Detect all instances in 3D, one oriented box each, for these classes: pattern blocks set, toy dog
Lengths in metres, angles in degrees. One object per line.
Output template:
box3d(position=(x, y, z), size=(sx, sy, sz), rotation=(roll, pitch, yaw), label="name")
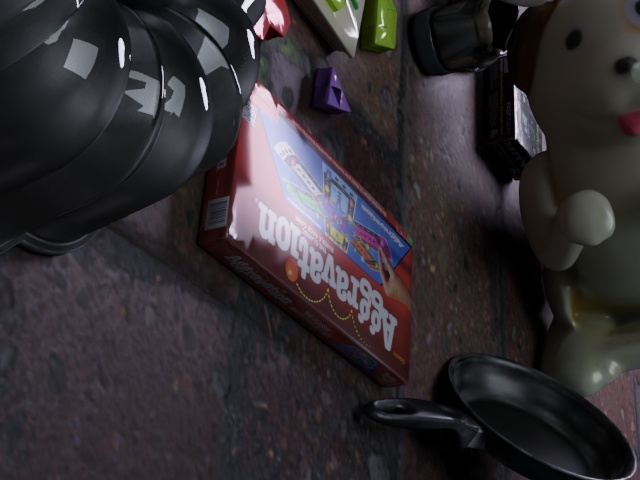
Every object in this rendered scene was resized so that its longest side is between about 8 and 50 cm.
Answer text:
box3d(position=(-0.001, -0.265, 1.080), size=(0.285, 0.026, 0.324), rotation=(35, 49, -53), label="pattern blocks set")
box3d(position=(0.359, -0.092, 1.347), size=(0.395, 0.285, 0.407), rotation=(-65, 143, -49), label="toy dog")

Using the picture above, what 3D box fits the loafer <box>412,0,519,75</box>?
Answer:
box3d(position=(0.183, -0.234, 1.350), size=(0.267, 0.084, 0.096), rotation=(-37, 112, -60), label="loafer")

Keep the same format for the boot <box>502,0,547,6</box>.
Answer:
box3d(position=(0.167, -0.322, 1.296), size=(0.190, 0.069, 0.086), rotation=(31, 39, -7), label="boot")

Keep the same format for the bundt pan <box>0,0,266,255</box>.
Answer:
box3d(position=(-0.139, -0.160, 0.674), size=(0.331, 0.124, 0.330), rotation=(33, 51, -54), label="bundt pan")

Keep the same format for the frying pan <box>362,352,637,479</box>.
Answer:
box3d(position=(0.175, 0.181, 1.105), size=(0.326, 0.197, 0.053), rotation=(-16, 136, -61), label="frying pan")

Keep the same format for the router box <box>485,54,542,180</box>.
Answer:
box3d(position=(0.228, -0.144, 1.447), size=(0.092, 0.038, 0.122), rotation=(43, 43, -49), label="router box")

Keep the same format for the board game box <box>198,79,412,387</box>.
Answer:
box3d(position=(0.000, 0.000, 0.973), size=(0.281, 0.027, 0.145), rotation=(42, 45, -49), label="board game box")
